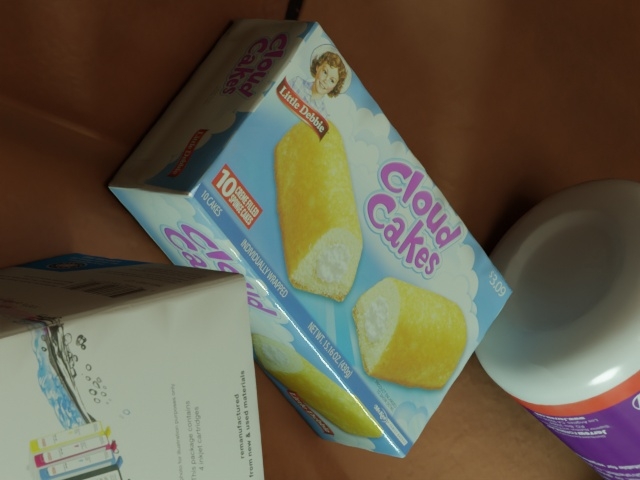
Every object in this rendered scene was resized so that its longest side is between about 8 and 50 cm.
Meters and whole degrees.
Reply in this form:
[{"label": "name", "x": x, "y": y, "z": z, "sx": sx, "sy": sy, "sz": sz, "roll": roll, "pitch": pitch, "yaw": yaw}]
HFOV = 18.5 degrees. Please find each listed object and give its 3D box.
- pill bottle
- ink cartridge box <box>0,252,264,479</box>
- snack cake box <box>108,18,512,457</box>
[{"label": "pill bottle", "x": 0.267, "y": 0.106, "z": 1.478, "sx": 0.323, "sy": 0.181, "sz": 0.181, "roll": 41, "pitch": 68, "yaw": -36}, {"label": "ink cartridge box", "x": -0.174, "y": 0.113, "z": 1.093, "sx": 0.233, "sy": 0.171, "sz": 0.168, "roll": -13, "pitch": 103, "yaw": -40}, {"label": "snack cake box", "x": 0.000, "y": 0.000, "z": 1.292, "sx": 0.152, "sy": 0.089, "sz": 0.264, "roll": -54, "pitch": 126, "yaw": -23}]
